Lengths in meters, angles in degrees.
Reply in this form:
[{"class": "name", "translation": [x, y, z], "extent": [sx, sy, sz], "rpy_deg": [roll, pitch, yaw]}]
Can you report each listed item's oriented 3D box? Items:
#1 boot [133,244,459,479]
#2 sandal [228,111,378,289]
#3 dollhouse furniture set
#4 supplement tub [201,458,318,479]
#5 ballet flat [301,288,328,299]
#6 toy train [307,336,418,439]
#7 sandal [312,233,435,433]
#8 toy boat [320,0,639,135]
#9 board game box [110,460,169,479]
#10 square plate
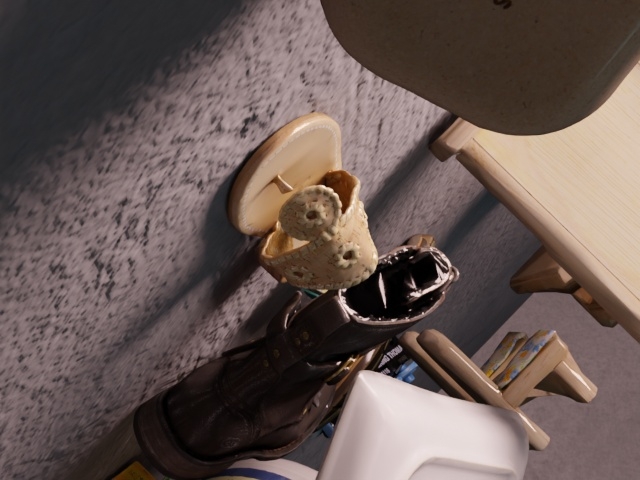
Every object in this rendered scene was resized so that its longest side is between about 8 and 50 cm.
[{"class": "boot", "translation": [0.009, 0.077, 1.181], "extent": [0.229, 0.091, 0.263], "rpy_deg": [-37, 174, 28]}, {"class": "sandal", "translation": [0.005, -0.005, 1.023], "extent": [0.088, 0.079, 0.240], "rpy_deg": [-45, 169, -9]}, {"class": "dollhouse furniture set", "translation": [0.221, -0.033, 1.446], "extent": [0.362, 0.256, 0.394], "rpy_deg": [-45, 180, -6]}, {"class": "supplement tub", "translation": [-0.097, 0.342, 1.300], "extent": [0.325, 0.235, 0.235], "rpy_deg": [-36, 165, -48]}, {"class": "ballet flat", "translation": [0.007, 0.029, 1.279], "extent": [0.041, 0.041, 0.114], "rpy_deg": [-47, 170, -1]}, {"class": "toy train", "translation": [0.032, 0.155, 1.738], "extent": [0.105, 0.080, 0.184], "rpy_deg": [-46, 171, 30]}, {"class": "sandal", "translation": [0.037, 0.082, 1.554], "extent": [0.219, 0.060, 0.090], "rpy_deg": [-61, 169, -8]}, {"class": "toy boat", "translation": [0.103, -0.170, 0.730], "extent": [0.231, 0.151, 0.151], "rpy_deg": [-53, -162, 35]}, {"class": "board game box", "translation": [-0.217, 0.261, 1.252], "extent": [0.259, 0.039, 0.124], "rpy_deg": [-32, 163, -46]}, {"class": "square plate", "translation": [0.056, 0.282, 1.235], "extent": [0.347, 0.049, 0.344], "rpy_deg": [23, 85, -62]}]
